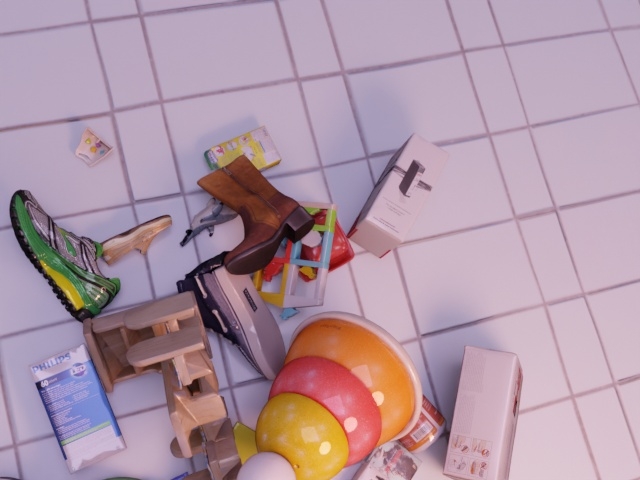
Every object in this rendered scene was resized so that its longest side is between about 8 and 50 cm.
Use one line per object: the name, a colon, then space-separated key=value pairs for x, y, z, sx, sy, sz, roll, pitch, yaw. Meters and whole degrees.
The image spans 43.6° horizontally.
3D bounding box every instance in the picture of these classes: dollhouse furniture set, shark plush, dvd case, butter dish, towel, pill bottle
dollhouse furniture set: x=-0.350 y=0.297 z=1.691 sx=0.256 sy=0.394 sz=0.362 roll=-17 pitch=120 yaw=-8
shark plush: x=-0.280 y=-0.038 z=1.994 sx=0.161 sy=0.073 sz=0.067 roll=-46 pitch=120 yaw=-23
dvd case: x=0.181 y=0.546 z=1.972 sx=0.119 sy=0.013 sz=0.087 roll=38 pitch=72 yaw=-1
butter dish: x=0.000 y=0.000 z=2.010 sx=0.160 sy=0.118 sz=0.160 roll=-27 pitch=84 yaw=-17
towel: x=-0.208 y=0.534 z=1.799 sx=0.102 sy=0.021 sz=0.237 roll=33 pitch=80 yaw=-11
pill bottle: x=0.196 y=0.403 z=1.954 sx=0.121 sy=0.121 sz=0.216 roll=-41 pitch=88 yaw=-18

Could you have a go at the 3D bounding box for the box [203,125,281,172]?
box: x=-0.202 y=-0.213 z=2.058 sx=0.179 sy=0.043 sz=0.105 roll=-25 pitch=84 yaw=-19

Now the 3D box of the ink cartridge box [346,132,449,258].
ink cartridge box: x=0.196 y=-0.112 z=2.039 sx=0.114 sy=0.197 sz=0.273 roll=32 pitch=72 yaw=-3

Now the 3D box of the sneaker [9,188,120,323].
sneaker: x=-0.605 y=0.022 z=1.879 sx=0.146 sy=0.134 sz=0.343 roll=-38 pitch=96 yaw=-25

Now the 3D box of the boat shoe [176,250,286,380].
boat shoe: x=-0.214 y=0.196 z=1.928 sx=0.158 sy=0.127 sz=0.341 roll=-19 pitch=101 yaw=25

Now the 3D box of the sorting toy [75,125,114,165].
sorting toy: x=-0.565 y=-0.226 z=1.982 sx=0.083 sy=0.045 sz=0.075 roll=40 pitch=79 yaw=-1

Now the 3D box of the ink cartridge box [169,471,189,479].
ink cartridge box: x=-0.403 y=0.670 z=1.789 sx=0.311 sy=0.065 sz=0.186 roll=-23 pitch=83 yaw=-18

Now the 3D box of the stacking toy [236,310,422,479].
stacking toy: x=-0.029 y=0.401 z=1.705 sx=0.350 sy=0.350 sz=0.480 roll=49 pitch=43 yaw=2

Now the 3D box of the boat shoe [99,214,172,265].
boat shoe: x=-0.441 y=0.002 z=1.947 sx=0.190 sy=0.068 sz=0.072 roll=-26 pitch=95 yaw=-7

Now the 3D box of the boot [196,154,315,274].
boot: x=-0.195 y=-0.071 z=1.900 sx=0.264 sy=0.096 sz=0.280 roll=-38 pitch=67 yaw=-25

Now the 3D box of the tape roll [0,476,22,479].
tape roll: x=-0.699 y=0.625 z=1.727 sx=0.219 sy=0.072 sz=0.219 roll=3 pitch=77 yaw=-12

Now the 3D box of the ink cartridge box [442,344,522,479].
ink cartridge box: x=0.407 y=0.444 z=1.962 sx=0.130 sy=0.272 sz=0.309 roll=7 pitch=72 yaw=21

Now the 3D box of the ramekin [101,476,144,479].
ramekin: x=-0.429 y=0.657 z=1.677 sx=0.303 sy=0.148 sz=0.303 roll=3 pitch=76 yaw=-10

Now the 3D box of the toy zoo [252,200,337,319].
toy zoo: x=-0.068 y=0.048 z=1.957 sx=0.192 sy=0.030 sz=0.293 roll=6 pitch=84 yaw=27

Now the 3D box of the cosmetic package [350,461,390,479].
cosmetic package: x=0.076 y=0.654 z=1.898 sx=0.099 sy=0.060 sz=0.239 roll=39 pitch=72 yaw=0

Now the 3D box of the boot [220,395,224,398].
boot: x=-0.154 y=0.476 z=1.871 sx=0.203 sy=0.095 sz=0.262 roll=-10 pitch=81 yaw=-14

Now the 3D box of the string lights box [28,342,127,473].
string lights box: x=-0.550 y=0.380 z=1.817 sx=0.133 sy=0.077 sz=0.260 roll=-22 pitch=82 yaw=-17
